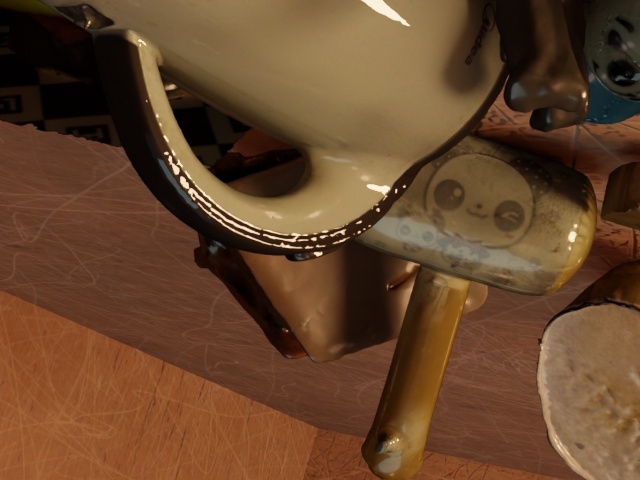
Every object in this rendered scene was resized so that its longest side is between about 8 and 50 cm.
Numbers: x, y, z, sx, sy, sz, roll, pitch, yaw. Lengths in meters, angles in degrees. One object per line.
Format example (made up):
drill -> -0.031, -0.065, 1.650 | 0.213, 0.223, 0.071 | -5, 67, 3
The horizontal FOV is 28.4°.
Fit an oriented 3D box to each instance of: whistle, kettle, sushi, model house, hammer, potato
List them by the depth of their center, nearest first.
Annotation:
kettle -> -0.026, -0.109, 0.611 | 0.161, 0.221, 0.236 | 5, 161, 46
whistle -> 0.169, -0.103, 0.718 | 0.114, 0.077, 0.235 | 37, 168, -2
sushi -> -0.124, -0.137, 0.793 | 0.231, 0.219, 0.047 | 13, 124, 17
hammer -> 0.088, 0.062, 1.023 | 0.202, 0.305, 0.113 | 18, -161, 3
model house -> 0.001, 0.000, 1.155 | 0.220, 0.199, 0.229 | 69, 166, -14
potato -> 0.354, 0.130, 1.191 | 0.300, 0.196, 0.246 | 49, 138, -5

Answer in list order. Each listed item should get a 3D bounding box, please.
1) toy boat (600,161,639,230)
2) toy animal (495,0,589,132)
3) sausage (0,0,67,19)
toy boat -> 0.310, -0.016, 0.894 | 0.226, 0.068, 0.088 | 9, 170, 27
toy animal -> 0.114, -0.136, 0.512 | 0.114, 0.146, 0.245 | -9, 154, -20
sausage -> -0.185, -0.185, 0.707 | 0.317, 0.117, 0.125 | 16, 131, -4
